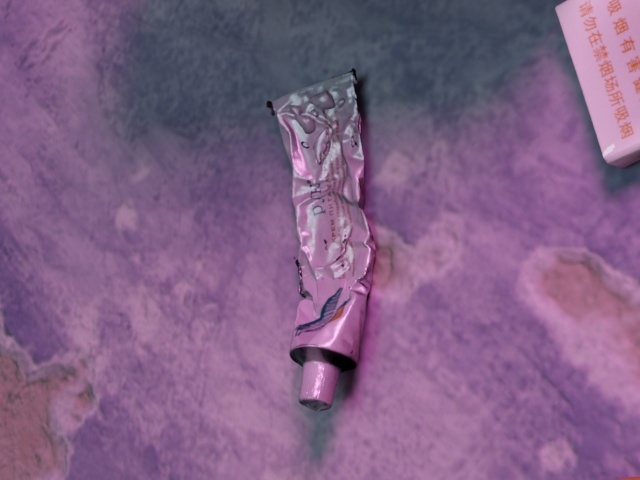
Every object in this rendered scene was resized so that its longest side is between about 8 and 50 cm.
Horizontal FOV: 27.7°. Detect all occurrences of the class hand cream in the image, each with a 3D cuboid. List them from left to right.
[{"bbox_3d":[0.002,0.001,0.984,0.084,0.050,0.256,-14,69,35],"label":"hand cream"}]

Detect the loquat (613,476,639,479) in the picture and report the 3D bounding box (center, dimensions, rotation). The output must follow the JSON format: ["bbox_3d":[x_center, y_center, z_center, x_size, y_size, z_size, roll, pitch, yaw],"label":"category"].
[{"bbox_3d":[0.192,0.233,0.706,0.208,0.208,0.208,-6,80,38],"label":"loquat"}]

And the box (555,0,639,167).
[{"bbox_3d":[0.260,-0.142,0.804,0.220,0.032,0.122,-26,68,33],"label":"box"}]
